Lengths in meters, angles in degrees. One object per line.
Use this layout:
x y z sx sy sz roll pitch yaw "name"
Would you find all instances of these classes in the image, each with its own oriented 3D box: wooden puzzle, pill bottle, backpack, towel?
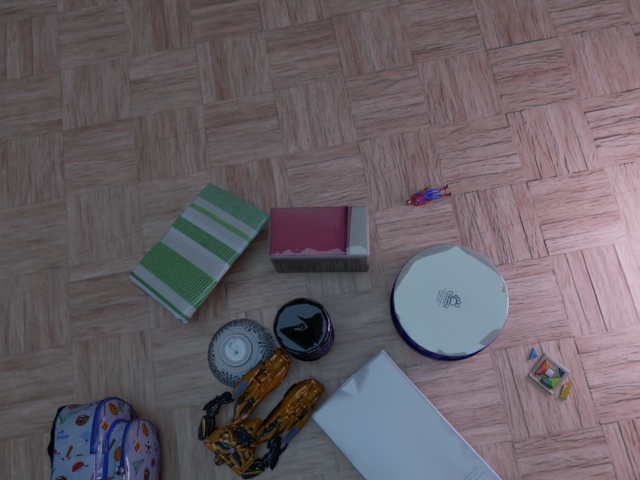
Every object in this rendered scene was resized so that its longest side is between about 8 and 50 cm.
0.530 0.306 1.315 0.116 0.014 0.078 33 78 13 "wooden puzzle"
-0.031 0.206 1.277 0.123 0.219 0.122 -1 73 4 "pill bottle"
-0.464 0.471 1.218 0.213 0.276 0.263 -15 66 -6 "backpack"
-0.301 0.022 1.406 0.248 0.038 0.325 29 75 35 "towel"

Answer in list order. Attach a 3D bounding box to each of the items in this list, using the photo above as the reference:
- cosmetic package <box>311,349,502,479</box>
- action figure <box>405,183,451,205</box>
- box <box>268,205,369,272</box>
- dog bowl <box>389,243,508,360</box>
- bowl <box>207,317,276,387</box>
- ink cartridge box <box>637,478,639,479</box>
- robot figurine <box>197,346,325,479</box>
0.183 0.450 1.226 0.217 0.156 0.385 -40 74 -8 "cosmetic package"
0.273 -0.114 1.453 0.115 0.030 0.038 -17 78 1 "action figure"
0.000 0.000 1.374 0.232 0.148 0.126 -1 72 3 "box"
0.296 0.146 1.332 0.265 0.104 0.264 -1 74 4 "dog bowl"
-0.192 0.262 1.346 0.170 0.080 0.170 -1 73 3 "bowl"
0.710 0.603 1.160 0.273 0.115 0.198 -34 74 -6 "ink cartridge box"
-0.139 0.394 1.280 0.211 0.085 0.291 42 86 0 "robot figurine"
